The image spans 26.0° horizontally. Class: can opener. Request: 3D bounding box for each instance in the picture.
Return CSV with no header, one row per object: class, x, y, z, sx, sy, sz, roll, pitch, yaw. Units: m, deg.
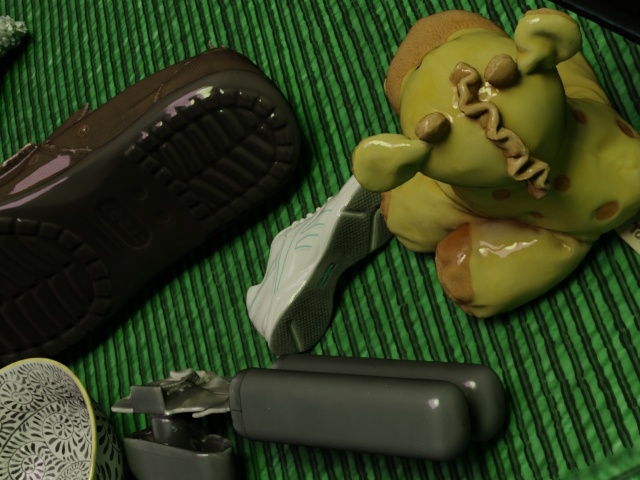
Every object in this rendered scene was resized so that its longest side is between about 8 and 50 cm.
can opener,-0.016,0.121,0.865,0.283,0.076,0.095,0,100,39

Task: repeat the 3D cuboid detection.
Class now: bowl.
bowl,-0.189,0.174,0.958,0.170,0.080,0.170,-20,56,32

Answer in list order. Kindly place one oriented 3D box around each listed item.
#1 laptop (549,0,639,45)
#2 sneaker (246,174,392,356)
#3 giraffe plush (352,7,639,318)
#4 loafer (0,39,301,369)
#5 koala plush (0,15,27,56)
laptop,0.351,-0.255,0.658,0.382,0.236,0.408,30,60,17
sneaker,0.000,0.000,0.910,0.152,0.053,0.061,-54,43,5
giraffe plush,0.098,-0.057,0.775,0.210,0.170,0.181,27,86,44
loafer,-0.171,-0.024,1.034,0.365,0.134,0.130,-27,29,15
koala plush,-0.385,-0.164,1.259,0.221,0.203,0.196,16,65,22
